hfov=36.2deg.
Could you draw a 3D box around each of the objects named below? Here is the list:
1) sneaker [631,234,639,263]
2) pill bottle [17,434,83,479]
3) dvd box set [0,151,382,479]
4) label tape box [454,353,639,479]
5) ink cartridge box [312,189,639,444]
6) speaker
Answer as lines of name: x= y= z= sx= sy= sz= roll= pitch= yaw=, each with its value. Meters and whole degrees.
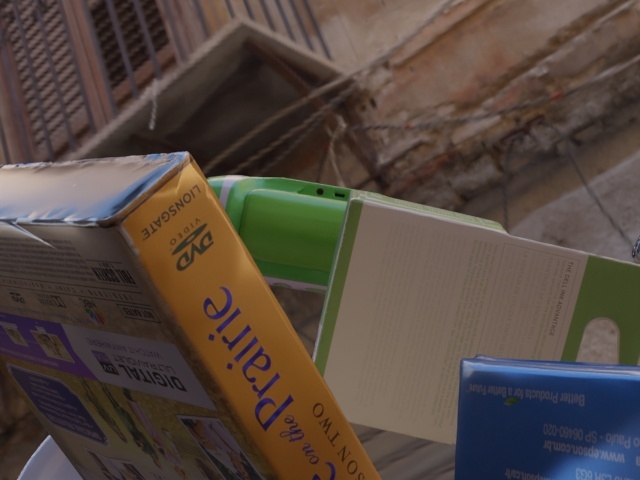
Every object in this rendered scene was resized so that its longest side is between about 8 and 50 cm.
sneaker: x=0.497 y=-0.039 z=1.204 sx=0.275 sy=0.110 sz=0.107 roll=-45 pitch=-9 yaw=-14
pill bottle: x=-0.125 y=0.358 z=1.050 sx=0.229 sy=0.229 sz=0.408 roll=-26 pitch=-54 yaw=12
dvd box set: x=-0.081 y=0.138 z=0.628 sx=0.307 sy=0.420 sz=0.062 roll=1 pitch=38 yaw=50
label tape box: x=0.144 y=0.217 z=0.377 sx=0.105 sy=0.334 sz=0.240 roll=8 pitch=-7 yaw=-21
ink cartridge box: x=0.117 y=0.070 z=0.738 sx=0.235 sy=0.171 sz=0.056 roll=12 pitch=10 yaw=0
speaker: x=0.000 y=0.000 z=1.183 sx=0.296 sy=0.131 sz=0.131 roll=9 pitch=-28 yaw=-1
